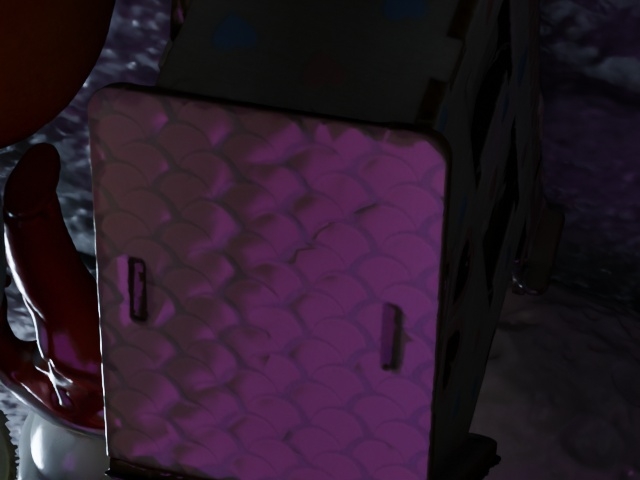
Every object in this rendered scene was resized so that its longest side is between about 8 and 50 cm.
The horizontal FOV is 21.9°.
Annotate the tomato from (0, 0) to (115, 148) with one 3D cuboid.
[{"bbox_3d":[-0.205,-0.129,0.632,0.260,0.180,0.260,15,150,9],"label":"tomato"}]

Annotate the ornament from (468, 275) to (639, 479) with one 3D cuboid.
[{"bbox_3d":[0.097,0.151,0.895,0.259,0.225,0.259,10,143,8],"label":"ornament"}]

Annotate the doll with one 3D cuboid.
[{"bbox_3d":[-0.141,0.077,1.078,0.188,0.099,0.384,22,146,-4],"label":"doll"}]

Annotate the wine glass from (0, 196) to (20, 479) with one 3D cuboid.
[{"bbox_3d":[-0.245,0.051,0.942,0.143,0.143,0.321,15,140,6],"label":"wine glass"}]

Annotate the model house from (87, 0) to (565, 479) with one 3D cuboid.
[{"bbox_3d":[0.000,0.000,0.679,0.169,0.244,0.326,9,153,12],"label":"model house"}]
